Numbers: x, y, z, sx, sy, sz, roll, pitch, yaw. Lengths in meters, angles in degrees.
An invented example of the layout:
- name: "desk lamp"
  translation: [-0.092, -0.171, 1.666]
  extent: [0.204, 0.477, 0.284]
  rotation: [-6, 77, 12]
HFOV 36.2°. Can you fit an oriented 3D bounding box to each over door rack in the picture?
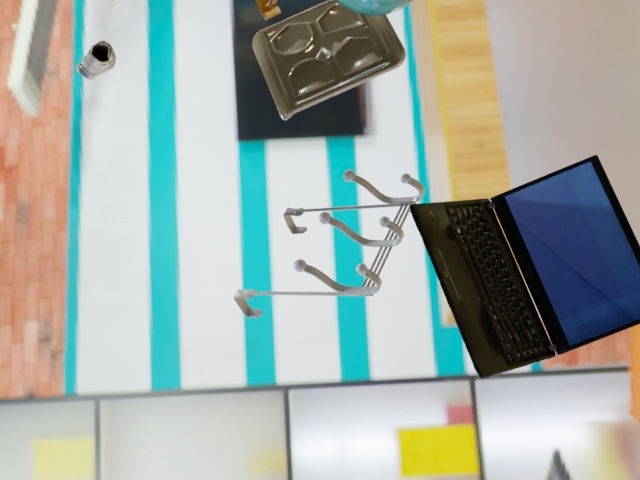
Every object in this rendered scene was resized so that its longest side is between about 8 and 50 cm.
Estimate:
- name: "over door rack"
  translation: [0.000, 0.000, 1.686]
  extent: [0.108, 0.324, 0.239]
  rotation: [51, -132, -26]

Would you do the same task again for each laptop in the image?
- name: "laptop"
  translation: [0.279, 0.026, 1.244]
  extent: [0.136, 0.264, 0.234]
  rotation: [-35, 70, 42]

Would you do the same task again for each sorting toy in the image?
- name: "sorting toy"
  translation: [-0.003, -0.352, 1.673]
  extent: [0.041, 0.229, 0.307]
  rotation: [56, -170, -52]

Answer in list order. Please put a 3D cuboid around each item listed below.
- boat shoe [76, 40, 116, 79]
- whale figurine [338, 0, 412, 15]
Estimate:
- name: "boat shoe"
  translation: [-0.269, -0.228, 1.203]
  extent: [0.035, 0.035, 0.100]
  rotation: [-46, 10, 22]
- name: "whale figurine"
  translation: [0.047, -0.460, 1.458]
  extent: [0.216, 0.141, 0.272]
  rotation: [-14, 115, 54]
